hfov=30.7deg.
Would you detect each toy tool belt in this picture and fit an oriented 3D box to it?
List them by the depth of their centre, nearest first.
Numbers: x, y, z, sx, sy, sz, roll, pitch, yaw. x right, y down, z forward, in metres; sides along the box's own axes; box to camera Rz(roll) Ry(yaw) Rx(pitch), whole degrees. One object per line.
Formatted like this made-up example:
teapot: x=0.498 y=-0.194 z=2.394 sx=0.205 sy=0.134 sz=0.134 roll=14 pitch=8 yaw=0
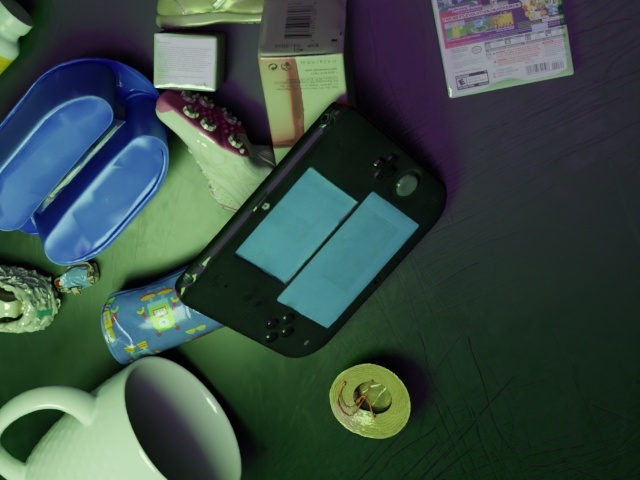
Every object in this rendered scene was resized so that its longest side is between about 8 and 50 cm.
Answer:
toy tool belt: x=-0.418 y=0.067 z=1.975 sx=0.083 sy=0.051 sz=0.052 roll=-17 pitch=103 yaw=9

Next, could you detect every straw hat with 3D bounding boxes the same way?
straw hat: x=0.093 y=0.264 z=1.989 sx=0.144 sy=0.061 sz=0.144 roll=6 pitch=106 yaw=20

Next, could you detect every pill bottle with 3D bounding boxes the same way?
pill bottle: x=-0.546 y=-0.304 z=1.857 sx=0.184 sy=0.103 sz=0.103 roll=-42 pitch=99 yaw=13

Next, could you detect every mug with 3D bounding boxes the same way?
mug: x=-0.374 y=0.366 z=1.921 sx=0.328 sy=0.276 sz=0.374 roll=-36 pitch=125 yaw=21

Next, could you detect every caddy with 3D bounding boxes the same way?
caddy: x=-0.392 y=-0.129 z=1.861 sx=0.241 sy=0.179 sz=0.341 roll=36 pitch=106 yaw=-31

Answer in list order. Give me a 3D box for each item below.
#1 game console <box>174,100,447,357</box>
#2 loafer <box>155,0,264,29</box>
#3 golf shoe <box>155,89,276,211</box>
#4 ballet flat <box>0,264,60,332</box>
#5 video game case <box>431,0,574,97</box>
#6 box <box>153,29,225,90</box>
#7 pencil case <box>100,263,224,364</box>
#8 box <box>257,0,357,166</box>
game console: x=0.000 y=0.000 z=1.805 sx=0.386 sy=0.342 sz=0.060 roll=-49 pitch=52 yaw=7
loafer: x=-0.132 y=-0.386 z=1.808 sx=0.269 sy=0.102 sz=0.092 roll=-7 pitch=110 yaw=6
golf shoe: x=-0.150 y=-0.118 z=1.857 sx=0.306 sy=0.115 sz=0.140 roll=35 pitch=117 yaw=-21
ballet flat: x=-0.647 y=0.081 z=1.955 sx=0.409 sy=0.147 sz=0.147 roll=6 pitch=105 yaw=3
video game case: x=0.286 y=-0.333 z=1.835 sx=0.201 sy=0.023 sz=0.183 roll=-10 pitch=104 yaw=8
box: x=-0.205 y=-0.286 z=1.839 sx=0.102 sy=0.101 sz=0.087 roll=5 pitch=105 yaw=3
pencil case: x=-0.217 y=0.099 z=1.935 sx=0.306 sy=0.119 sz=0.133 roll=-23 pitch=100 yaw=10
box: x=-0.015 y=-0.239 z=1.764 sx=0.127 sy=0.148 sz=0.232 roll=-2 pitch=138 yaw=5
